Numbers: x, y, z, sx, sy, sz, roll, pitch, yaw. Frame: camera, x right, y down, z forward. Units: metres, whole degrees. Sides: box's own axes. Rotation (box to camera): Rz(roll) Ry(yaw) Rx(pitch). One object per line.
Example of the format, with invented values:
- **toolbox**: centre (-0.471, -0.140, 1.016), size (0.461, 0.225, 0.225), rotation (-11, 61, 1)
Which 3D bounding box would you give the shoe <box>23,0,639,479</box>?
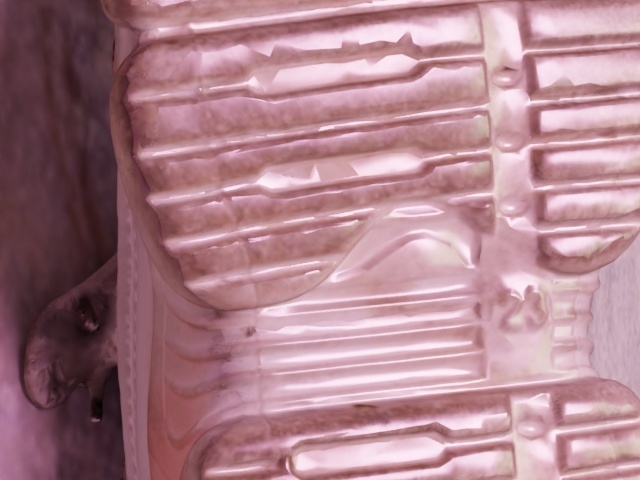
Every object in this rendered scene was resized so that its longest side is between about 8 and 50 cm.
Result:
- **shoe**: centre (-0.003, -0.001, 0.486), size (0.172, 0.198, 0.351), rotation (4, 84, -17)
